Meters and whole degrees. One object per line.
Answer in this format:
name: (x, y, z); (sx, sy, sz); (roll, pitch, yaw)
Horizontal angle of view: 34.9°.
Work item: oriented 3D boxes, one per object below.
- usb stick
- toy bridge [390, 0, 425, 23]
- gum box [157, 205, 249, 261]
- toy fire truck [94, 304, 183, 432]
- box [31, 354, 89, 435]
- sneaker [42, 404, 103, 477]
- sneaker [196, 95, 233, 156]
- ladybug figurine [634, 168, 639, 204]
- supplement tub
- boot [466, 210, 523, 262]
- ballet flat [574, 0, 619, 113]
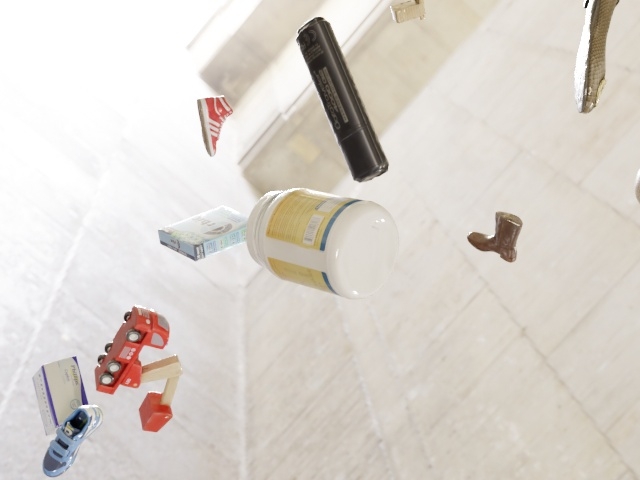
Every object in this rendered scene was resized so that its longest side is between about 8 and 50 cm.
usb stick: (0.034, -0.227, 1.658); (0.045, 0.077, 0.278); (-18, 84, -40)
toy bridge: (0.092, -0.327, 1.094); (0.026, 0.063, 0.188); (-116, -171, -61)
gum box: (-0.254, -0.018, 2.339); (0.157, 0.184, 0.041); (23, -53, 48)
toy fire truck: (-0.249, 0.186, 1.467); (0.135, 0.192, 0.047); (19, 29, -30)
box: (-0.510, 0.306, 2.000); (0.137, 0.072, 0.126); (-38, -113, 60)
sneaker: (-0.441, 0.346, 1.778); (0.053, 0.144, 0.059); (31, -11, 14)
sneaker: (-0.201, -0.226, 2.004); (0.042, 0.067, 0.119); (-153, -128, -62)
ladybug figurine: (0.763, -0.108, 1.704); (0.449, 0.162, 0.305); (7, -23, 23)
supplement tub: (0.000, 0.000, 1.507); (0.199, 0.144, 0.144); (14, -12, 42)
boot: (0.313, -0.020, 1.835); (0.106, 0.037, 0.114); (25, -30, 23)
ballet flat: (0.419, -0.301, 1.520); (0.058, 0.250, 0.084); (11, -21, 1)
